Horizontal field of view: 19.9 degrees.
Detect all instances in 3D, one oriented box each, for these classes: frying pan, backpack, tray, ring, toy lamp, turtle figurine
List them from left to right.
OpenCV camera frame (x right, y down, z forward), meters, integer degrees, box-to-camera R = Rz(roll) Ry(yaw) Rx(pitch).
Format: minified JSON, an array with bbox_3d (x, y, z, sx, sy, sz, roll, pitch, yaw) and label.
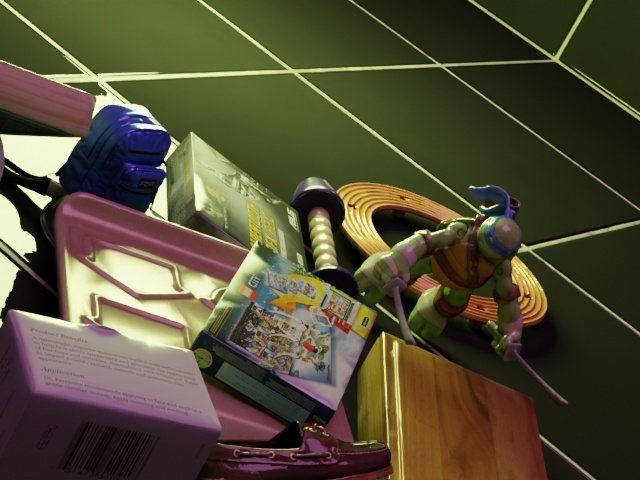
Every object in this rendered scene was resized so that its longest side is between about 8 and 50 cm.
[{"bbox_3d":[-0.269,-0.040,2.161,0.197,0.053,0.326,1,38,-50],"label":"frying pan"},{"bbox_3d":[-0.224,-0.091,2.099,0.101,0.120,0.098,43,25,28],"label":"backpack"},{"bbox_3d":[0.000,0.000,2.348,0.080,0.080,0.275,23,24,-14],"label":"toy lamp"},{"bbox_3d":[0.141,0.079,2.201,0.198,0.275,0.266,-1,-10,-22],"label":"turtle figurine"},{"bbox_3d":[0.163,0.025,2.541,0.336,0.032,0.336,24,22,-10],"label":"ring"},{"bbox_3d":[0.146,0.257,1.974,0.203,0.076,0.411,25,22,-10],"label":"tray"}]

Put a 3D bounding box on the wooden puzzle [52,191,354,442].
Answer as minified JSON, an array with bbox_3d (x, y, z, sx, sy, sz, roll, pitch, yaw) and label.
[{"bbox_3d":[-0.138,0.113,1.953,0.322,0.080,0.348,20,29,-20],"label":"wooden puzzle"}]

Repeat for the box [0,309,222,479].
[{"bbox_3d":[-0.212,0.177,1.580,0.181,0.182,0.119,15,28,-28],"label":"box"}]

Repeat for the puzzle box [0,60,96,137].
[{"bbox_3d":[-0.482,-0.196,1.993,0.409,0.052,0.272,20,-10,-41],"label":"puzzle box"}]

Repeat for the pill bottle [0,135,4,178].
[{"bbox_3d":[-0.457,-0.089,1.919,0.136,0.136,0.245,42,26,30],"label":"pill bottle"}]

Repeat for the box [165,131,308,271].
[{"bbox_3d":[-0.103,-0.018,2.231,0.183,0.056,0.231,38,18,-21],"label":"box"}]

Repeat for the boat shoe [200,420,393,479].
[{"bbox_3d":[-0.020,0.213,1.791,0.207,0.073,0.073,-6,-1,-32],"label":"boat shoe"}]

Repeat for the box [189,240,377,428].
[{"bbox_3d":[-0.037,0.101,1.935,0.159,0.044,0.233,31,26,-1],"label":"box"}]
